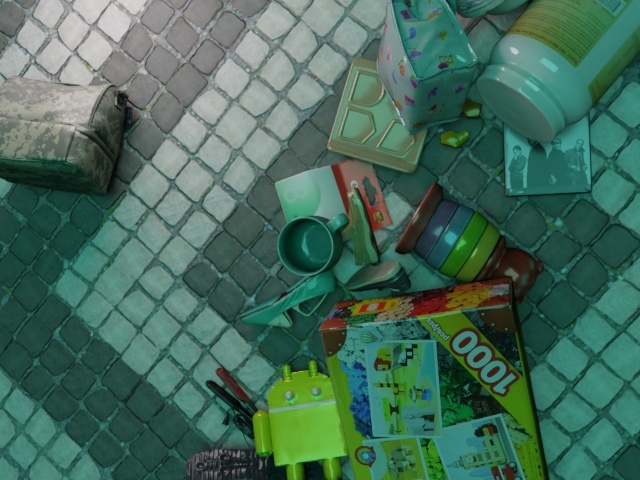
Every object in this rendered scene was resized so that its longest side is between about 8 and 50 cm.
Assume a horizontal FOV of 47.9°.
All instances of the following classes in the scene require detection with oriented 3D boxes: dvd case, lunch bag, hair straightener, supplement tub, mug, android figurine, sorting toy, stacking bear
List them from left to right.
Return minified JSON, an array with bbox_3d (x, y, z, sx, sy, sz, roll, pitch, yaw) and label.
[{"bbox_3d":[-0.628,-0.263,1.715,0.305,0.212,0.256,8,75,10],"label":"lunch bag"},{"bbox_3d":[-0.189,0.411,1.707,0.230,0.047,0.089,44,99,5],"label":"hair straightener"},{"bbox_3d":[-0.029,0.410,1.625,0.248,0.056,0.273,-8,73,6],"label":"android figurine"},{"bbox_3d":[-0.003,0.009,1.570,0.158,0.097,0.129,-3,92,22],"label":"mug"},{"bbox_3d":[0.189,-0.269,1.616,0.307,0.041,0.229,18,90,12],"label":"sorting toy"},{"bbox_3d":[0.203,-0.390,1.489,0.160,0.223,0.262,-17,68,-6],"label":"lunch bag"},{"bbox_3d":[0.323,0.022,1.529,0.289,0.164,0.175,30,97,6],"label":"stacking bear"},{"bbox_3d":[0.484,-0.217,1.549,0.179,0.029,0.238,-2,89,13],"label":"dvd case"},{"bbox_3d":[0.481,-0.373,1.423,0.228,0.228,0.316,41,87,10],"label":"supplement tub"}]

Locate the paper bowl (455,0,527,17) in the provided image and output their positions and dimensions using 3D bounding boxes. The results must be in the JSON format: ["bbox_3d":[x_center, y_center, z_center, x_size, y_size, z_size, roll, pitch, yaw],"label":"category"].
[{"bbox_3d":[0.373,-0.576,1.460,0.148,0.284,0.284,36,100,-24],"label":"paper bowl"}]

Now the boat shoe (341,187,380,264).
[{"bbox_3d":[0.078,-0.023,1.588,0.072,0.068,0.190,-14,115,6],"label":"boat shoe"}]

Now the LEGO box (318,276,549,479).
[{"bbox_3d":[0.244,0.355,1.463,0.372,0.193,0.500,-11,101,16],"label":"LEGO box"}]

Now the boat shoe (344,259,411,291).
[{"bbox_3d":[0.123,0.094,1.569,0.065,0.206,0.075,47,63,-13],"label":"boat shoe"}]

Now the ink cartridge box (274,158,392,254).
[{"bbox_3d":[0.029,-0.082,1.644,0.225,0.056,0.181,-19,87,14],"label":"ink cartridge box"}]

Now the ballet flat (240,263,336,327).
[{"bbox_3d":[-0.069,0.149,1.654,0.247,0.083,0.087,-33,92,12],"label":"ballet flat"}]

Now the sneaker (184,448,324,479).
[{"bbox_3d":[-0.151,0.557,1.677,0.319,0.112,0.131,6,134,1],"label":"sneaker"}]
